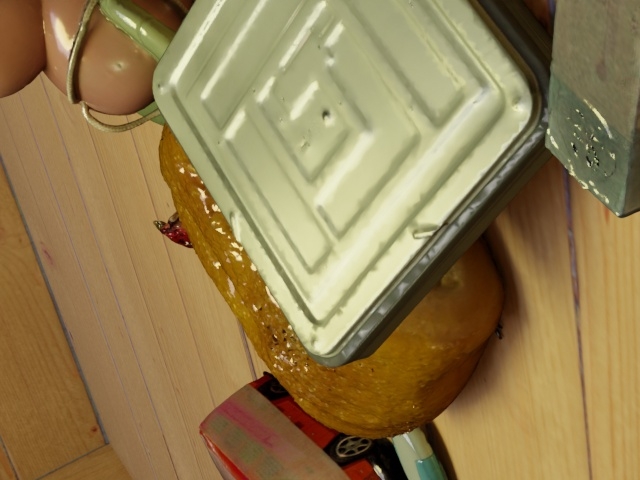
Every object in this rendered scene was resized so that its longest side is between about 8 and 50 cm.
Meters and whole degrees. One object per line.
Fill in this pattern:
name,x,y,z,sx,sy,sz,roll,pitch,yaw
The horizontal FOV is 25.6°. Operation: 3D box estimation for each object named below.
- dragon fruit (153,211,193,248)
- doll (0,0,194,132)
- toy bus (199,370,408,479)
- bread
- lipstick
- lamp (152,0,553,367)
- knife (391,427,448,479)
dragon fruit,-0.078,-0.025,1.386,0.147,0.096,0.102,23,174,-14
doll,-0.224,-0.186,1.371,0.268,0.216,0.284,36,169,-12
toy bus,-0.012,0.253,1.505,0.303,0.147,0.127,34,152,60
bread,-0.007,0.003,1.118,0.328,0.148,0.337,60,163,13
lipstick,0.146,-0.145,0.590,0.066,0.068,0.317,52,160,37
lamp,0.012,-0.094,0.891,0.269,0.047,0.266,57,132,24
knife,0.112,0.251,1.321,0.064,0.031,0.222,26,142,58
